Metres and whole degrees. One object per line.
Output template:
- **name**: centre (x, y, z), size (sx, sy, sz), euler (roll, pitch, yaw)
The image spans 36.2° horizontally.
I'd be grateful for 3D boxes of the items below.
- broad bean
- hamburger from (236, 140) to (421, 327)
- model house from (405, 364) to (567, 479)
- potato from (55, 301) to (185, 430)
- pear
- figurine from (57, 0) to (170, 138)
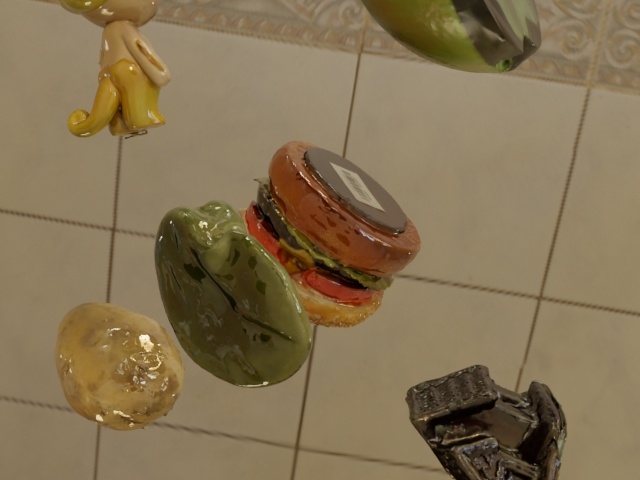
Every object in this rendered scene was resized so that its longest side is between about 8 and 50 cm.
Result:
- **broad bean**: centre (-0.090, 0.052, 0.934), size (0.072, 0.206, 0.153), euler (-4, 136, -39)
- **hamburger**: centre (0.000, 0.000, 1.786), size (0.330, 0.330, 0.250), euler (36, 110, -9)
- **model house**: centre (0.164, 0.196, 1.007), size (0.152, 0.165, 0.106), euler (22, 102, -6)
- **potato**: centre (-0.276, 0.171, 1.311), size (0.235, 0.161, 0.128), euler (19, 138, 31)
- **pear**: centre (0.138, -0.379, 1.293), size (0.165, 0.399, 0.398), euler (-21, 108, 25)
- **figurine**: centre (-0.192, -0.221, 0.901), size (0.156, 0.131, 0.246), euler (-12, 88, 49)
